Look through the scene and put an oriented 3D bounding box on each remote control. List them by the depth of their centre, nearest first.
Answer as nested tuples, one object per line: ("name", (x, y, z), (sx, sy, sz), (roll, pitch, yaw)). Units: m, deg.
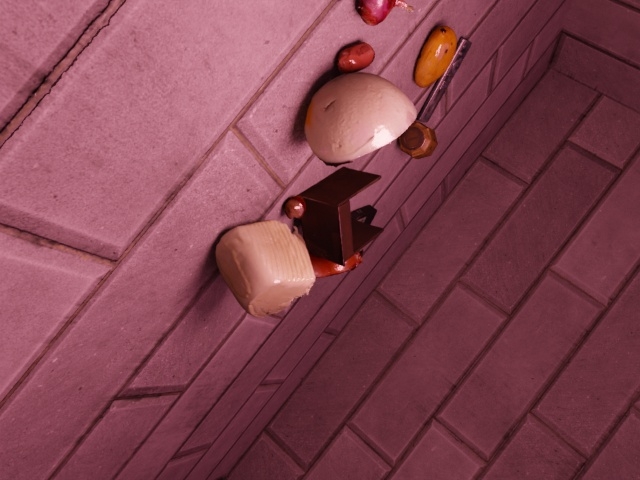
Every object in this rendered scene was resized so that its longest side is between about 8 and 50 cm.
("remote control", (0.540, -0.695, 2.139), (0.107, 0.044, 0.378), (-26, 148, -58))

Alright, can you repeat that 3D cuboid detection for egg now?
("egg", (0.098, -0.376, 1.400), (0.337, 0.337, 0.201), (-44, 122, -22))

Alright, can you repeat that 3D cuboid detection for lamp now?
("lamp", (0.436, -0.444, 2.178), (0.161, 0.161, 0.185), (-59, 163, 18))

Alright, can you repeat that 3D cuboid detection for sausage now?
("sausage", (0.103, -0.528, 1.418), (0.141, 0.076, 0.076), (-35, 154, -40))

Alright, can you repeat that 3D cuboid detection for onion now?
("onion", (0.182, -0.637, 1.303), (0.150, 0.140, 0.150), (-57, 176, -6))

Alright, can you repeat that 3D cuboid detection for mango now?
("mango", (0.431, -0.675, 1.835), (0.157, 0.108, 0.262), (-45, 161, -30))

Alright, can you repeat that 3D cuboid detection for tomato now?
("tomato", (0.026, 0.027, 2.017), (0.309, 0.308, 0.170), (-28, 113, -48))

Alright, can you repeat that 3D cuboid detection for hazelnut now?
("hazelnut", (-0.089, -0.114, 1.702), (0.086, 0.086, 0.086), (-44, 159, -22))

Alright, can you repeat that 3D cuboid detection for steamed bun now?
("steamed bun", (-0.197, 0.108, 1.551), (0.273, 0.290, 0.272), (1, 133, -44))

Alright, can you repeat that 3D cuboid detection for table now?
("table", (0.087, -0.098, 1.823), (0.282, 0.196, 0.251), (-35, 130, -38))

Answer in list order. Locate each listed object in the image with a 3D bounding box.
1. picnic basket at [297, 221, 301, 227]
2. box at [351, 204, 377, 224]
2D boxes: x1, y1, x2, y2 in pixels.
("picnic basket", (-0.043, -0.068, 1.894), (0.083, 0.065, 0.083), (-58, 172, -39))
("box", (0.149, -0.011, 2.427), (0.211, 0.058, 0.350), (-20, 143, -53))
